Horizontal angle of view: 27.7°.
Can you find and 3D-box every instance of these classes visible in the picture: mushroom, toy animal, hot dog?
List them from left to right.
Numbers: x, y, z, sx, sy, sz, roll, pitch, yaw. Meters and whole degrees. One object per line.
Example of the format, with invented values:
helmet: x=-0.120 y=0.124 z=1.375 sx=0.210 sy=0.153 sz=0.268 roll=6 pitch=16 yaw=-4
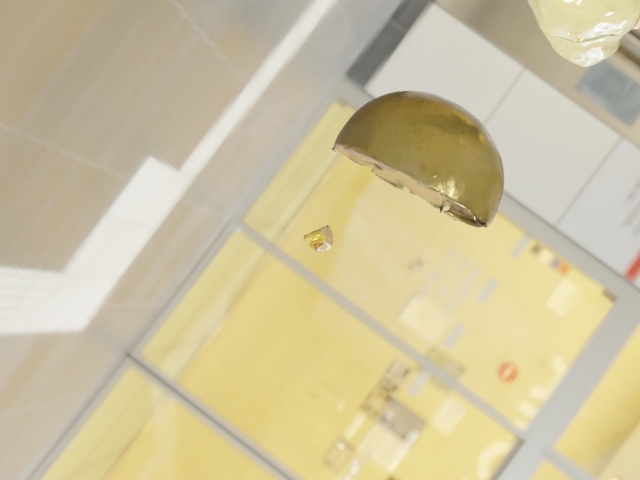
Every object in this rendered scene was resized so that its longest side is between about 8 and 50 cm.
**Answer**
hot dog: x=0.000 y=0.000 z=1.855 sx=0.030 sy=0.034 sz=0.090 roll=-23 pitch=-178 yaw=11
mushroom: x=0.117 y=-0.093 z=1.378 sx=0.117 sy=0.188 sz=0.141 roll=-58 pitch=179 yaw=9
toy animal: x=0.281 y=-0.313 z=1.238 sx=0.266 sy=0.188 sz=0.308 roll=-30 pitch=116 yaw=-51
